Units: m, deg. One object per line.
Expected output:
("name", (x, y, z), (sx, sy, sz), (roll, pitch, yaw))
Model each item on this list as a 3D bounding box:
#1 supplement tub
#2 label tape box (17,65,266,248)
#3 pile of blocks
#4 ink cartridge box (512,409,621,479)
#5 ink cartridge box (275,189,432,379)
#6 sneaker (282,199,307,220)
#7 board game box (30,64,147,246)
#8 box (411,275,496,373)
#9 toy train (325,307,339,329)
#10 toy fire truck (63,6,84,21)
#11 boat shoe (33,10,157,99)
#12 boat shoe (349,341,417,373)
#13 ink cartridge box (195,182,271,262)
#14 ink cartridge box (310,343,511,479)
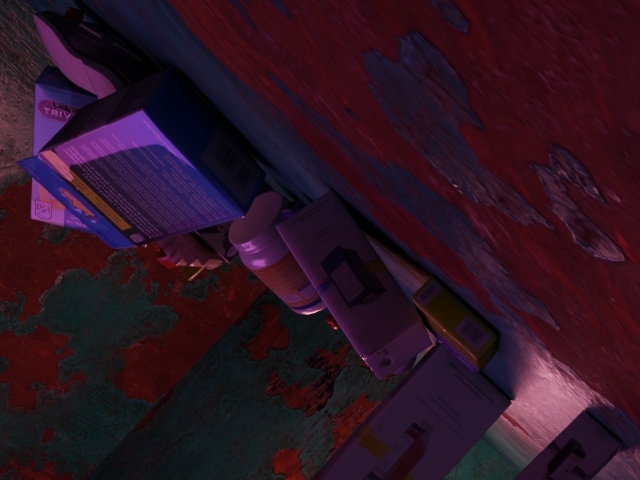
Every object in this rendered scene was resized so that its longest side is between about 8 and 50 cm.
("supplement tub", (-0.053, 0.021, 1.704), (0.200, 0.144, 0.144), (46, 175, -31))
("label tape box", (-0.302, -0.122, 1.605), (0.347, 0.115, 0.249), (-12, 132, 40))
("pile of blocks", (-0.282, 0.012, 2.015), (0.149, 0.112, 0.362), (47, -173, -14))
("ink cartridge box", (0.282, 0.270, 1.117), (0.056, 0.135, 0.099), (45, 176, 24))
("ink cartridge box", (0.048, 0.061, 1.246), (0.212, 0.093, 0.154), (58, -179, 22))
("sneaker", (0.000, 0.000, 1.576), (0.087, 0.083, 0.221), (56, 178, 32))
("board game box", (-0.452, -0.165, 1.950), (0.253, 0.336, 0.079), (13, -143, -2))
("box", (0.170, 0.111, 1.203), (0.109, 0.042, 0.178), (43, 177, 16))
("toy train", (-0.006, 0.095, 2.350), (0.248, 0.105, 0.143), (40, 164, 39))
("toy fire truck", (-0.470, -0.357, 1.921), (0.135, 0.192, 0.047), (13, -167, -29))
("boat shoe", (-0.416, -0.344, 1.757), (0.319, 0.099, 0.116), (38, 153, 34))
("boat shoe", (0.102, 0.150, 1.782), (0.103, 0.118, 0.320), (39, -177, -34))
("ink cartridge box", (-0.237, -0.124, 1.846), (0.332, 0.165, 0.065), (44, 178, -23))
("ink cartridge box", (0.145, 0.379, 1.739), (0.160, 0.385, 0.279), (43, 176, 6))
